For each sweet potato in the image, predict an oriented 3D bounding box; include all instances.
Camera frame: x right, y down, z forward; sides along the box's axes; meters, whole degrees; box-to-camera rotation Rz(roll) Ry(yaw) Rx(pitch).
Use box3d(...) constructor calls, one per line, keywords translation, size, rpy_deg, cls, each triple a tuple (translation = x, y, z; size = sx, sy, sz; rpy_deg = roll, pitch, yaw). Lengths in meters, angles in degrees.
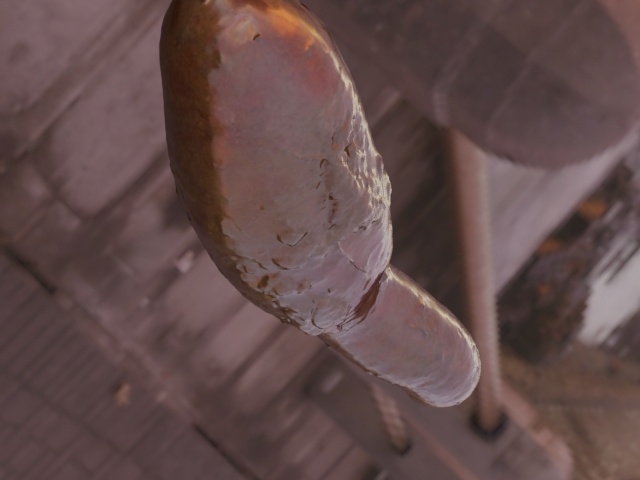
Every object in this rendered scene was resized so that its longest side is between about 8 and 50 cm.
box3d(translation=(0.000, 0.000, 0.871), size=(0.109, 0.109, 0.385), rpy_deg=(-44, 144, -12), cls="sweet potato")
